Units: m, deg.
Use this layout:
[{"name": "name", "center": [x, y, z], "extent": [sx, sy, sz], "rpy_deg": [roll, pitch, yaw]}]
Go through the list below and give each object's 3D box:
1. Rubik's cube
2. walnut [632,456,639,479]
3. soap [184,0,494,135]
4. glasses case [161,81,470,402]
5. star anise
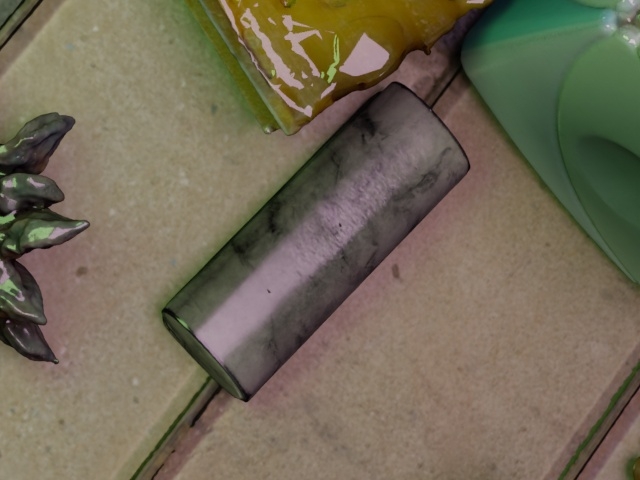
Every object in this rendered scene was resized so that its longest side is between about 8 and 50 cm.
[{"name": "Rubik's cube", "center": [0.380, -0.165, 1.748], "extent": [0.352, 0.351, 0.347], "rpy_deg": [-46, 105, -13]}, {"name": "walnut", "center": [0.380, 0.229, 1.897], "extent": [0.170, 0.069, 0.143], "rpy_deg": [31, 77, -22]}, {"name": "soap", "center": [-0.015, -0.264, 1.701], "extent": [0.259, 0.143, 0.281], "rpy_deg": [-36, 103, -23]}, {"name": "glasses case", "center": [0.000, 0.000, 1.748], "extent": [0.299, 0.060, 0.114], "rpy_deg": [-45, 102, -16]}, {"name": "star anise", "center": [-0.292, -0.015, 1.607], "extent": [0.212, 0.129, 0.283], "rpy_deg": [10, 82, -5]}]
